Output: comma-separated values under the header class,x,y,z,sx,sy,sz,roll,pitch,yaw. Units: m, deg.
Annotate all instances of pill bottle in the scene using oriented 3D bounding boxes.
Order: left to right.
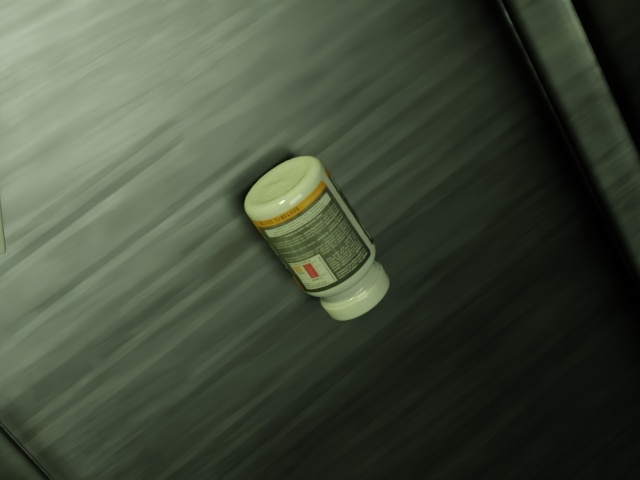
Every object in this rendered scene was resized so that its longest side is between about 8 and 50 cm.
class,x,y,z,sx,sy,sz,roll,pitch,yaw
pill bottle,0.000,0.000,1.769,0.162,0.162,0.278,-39,116,-10

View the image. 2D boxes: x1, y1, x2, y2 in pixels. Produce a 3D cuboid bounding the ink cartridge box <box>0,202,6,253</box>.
class,x,y,z,sx,sy,sz,roll,pitch,yaw
ink cartridge box,-0.594,-0.108,1.493,0.201,0.117,0.278,-8,108,-22
